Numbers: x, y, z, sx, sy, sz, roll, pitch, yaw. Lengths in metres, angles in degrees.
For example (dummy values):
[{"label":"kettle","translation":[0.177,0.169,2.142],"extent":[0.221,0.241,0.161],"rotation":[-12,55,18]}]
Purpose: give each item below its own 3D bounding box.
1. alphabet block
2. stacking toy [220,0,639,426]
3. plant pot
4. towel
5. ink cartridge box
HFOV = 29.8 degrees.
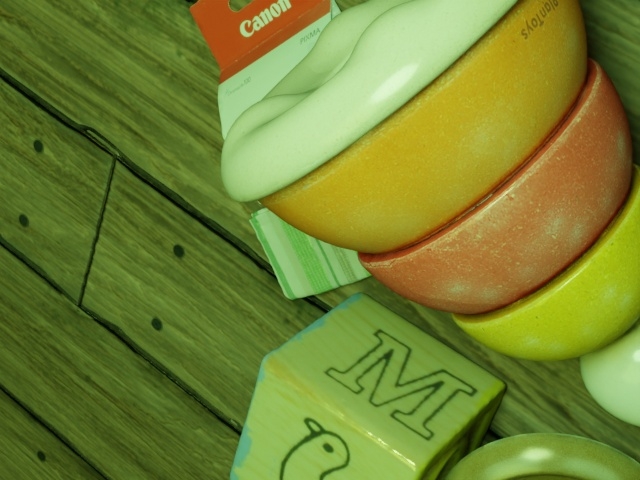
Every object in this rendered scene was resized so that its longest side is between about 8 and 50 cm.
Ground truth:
[{"label":"alphabet block","translation":[0.049,0.204,1.277],"extent":[0.197,0.193,0.192],"rotation":[31,128,22]},{"label":"stacking toy","translation":[0.179,-0.008,1.049],"extent":[0.351,0.350,0.480],"rotation":[-29,106,41]},{"label":"plant pot","translation":[0.233,0.294,1.219],"extent":[0.236,0.032,0.236],"rotation":[4,123,7]},{"label":"towel","translation":[0.000,0.000,1.337],"extent":[0.152,0.023,0.113],"rotation":[-19,101,39]},{"label":"ink cartridge box","translation":[-0.045,-0.176,1.265],"extent":[0.189,0.066,0.232],"rotation":[-26,98,42]}]
